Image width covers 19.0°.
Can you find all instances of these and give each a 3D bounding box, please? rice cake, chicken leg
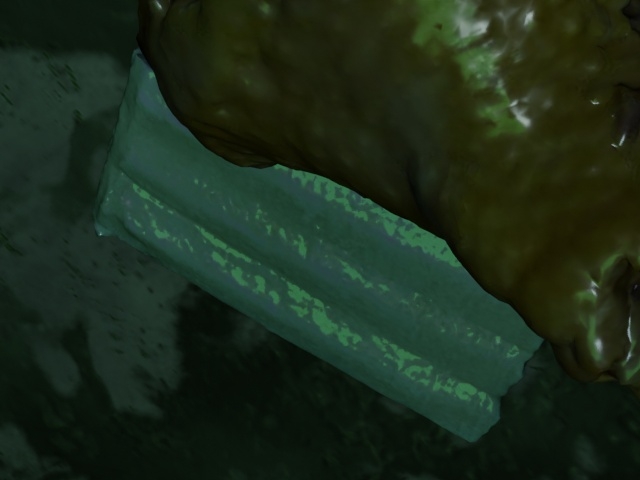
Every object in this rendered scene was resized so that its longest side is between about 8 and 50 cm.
[{"bbox_3d":[0.000,0.000,0.933,0.237,0.043,0.127,28,131,3],"label":"rice cake"},{"bbox_3d":[0.067,-0.073,0.646,0.409,0.182,0.295,53,156,35],"label":"chicken leg"}]
